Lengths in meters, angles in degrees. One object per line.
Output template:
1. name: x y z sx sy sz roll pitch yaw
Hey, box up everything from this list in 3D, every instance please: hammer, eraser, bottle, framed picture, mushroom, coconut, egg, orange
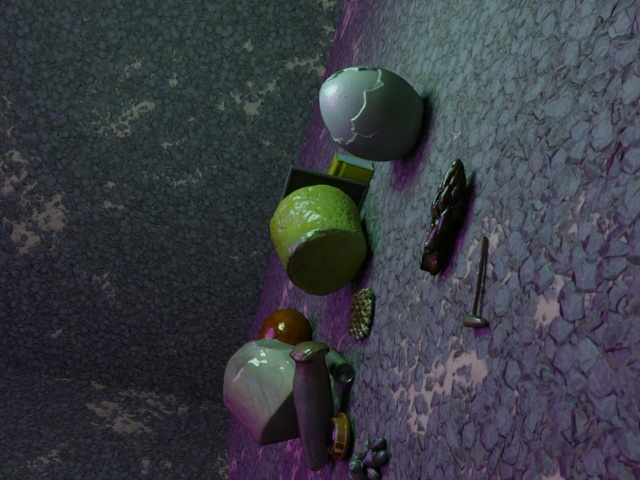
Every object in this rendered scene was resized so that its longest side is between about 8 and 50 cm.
1. hammer: 0.330 0.082 1.087 0.060 0.028 0.195 157 126 -67
2. eraser: 0.099 -0.228 2.069 0.069 0.158 0.226 -89 18 -50
3. bottle: 0.054 0.421 1.793 0.201 0.072 0.072 -165 88 -77
4. framed picture: 0.005 -0.142 2.014 0.020 0.324 0.241 -119 43 -60
5. mushroom: -0.024 0.525 1.727 0.154 0.137 0.407 -48 -44 -80
6. coconut: -0.150 0.558 1.962 0.345 0.415 0.415 -59 18 18
7. egg: 0.151 -0.398 1.655 0.278 0.336 0.278 -165 90 -71
8. orange: -0.163 0.443 2.358 0.284 0.226 0.284 -165 90 -83

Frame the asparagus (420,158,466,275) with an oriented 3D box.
1. asparagus: 0.296 -0.054 1.259 0.080 0.080 0.287 -148 73 -76

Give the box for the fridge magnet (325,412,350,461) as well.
1. fridge magnet: 0.055 0.604 1.628 0.143 0.063 0.143 -169 90 -77

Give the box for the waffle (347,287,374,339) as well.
1. waffle: 0.130 0.243 1.736 0.183 0.036 0.169 141 139 -70

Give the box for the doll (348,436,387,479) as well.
1. doll: 0.122 0.572 1.381 0.150 0.077 0.115 -56 33 29

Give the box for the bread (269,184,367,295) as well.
1. bread: 0.000 0.000 1.893 0.308 0.348 0.348 -112 37 -59
